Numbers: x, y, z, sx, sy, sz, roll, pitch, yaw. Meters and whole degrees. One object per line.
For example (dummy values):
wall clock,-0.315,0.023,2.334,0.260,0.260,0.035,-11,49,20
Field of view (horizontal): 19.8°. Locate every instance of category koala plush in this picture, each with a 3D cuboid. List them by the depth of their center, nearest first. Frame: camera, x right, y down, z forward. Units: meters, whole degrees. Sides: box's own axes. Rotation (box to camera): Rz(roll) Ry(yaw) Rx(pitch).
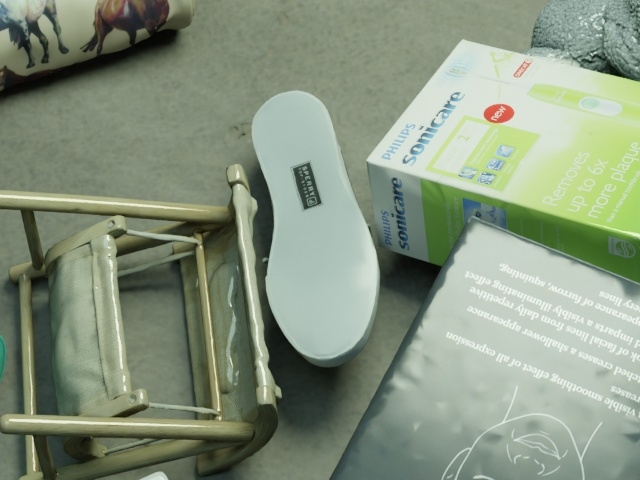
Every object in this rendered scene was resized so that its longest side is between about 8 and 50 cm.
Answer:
koala plush,0.309,-0.205,1.856,0.221,0.203,0.196,6,45,34

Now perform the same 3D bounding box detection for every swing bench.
swing bench,-0.174,0.086,1.740,0.254,0.165,0.253,-5,60,-4

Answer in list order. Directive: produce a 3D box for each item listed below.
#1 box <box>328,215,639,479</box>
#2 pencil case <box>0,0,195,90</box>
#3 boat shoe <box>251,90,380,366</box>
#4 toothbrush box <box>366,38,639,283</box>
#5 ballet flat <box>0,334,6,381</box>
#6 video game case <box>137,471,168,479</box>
box,0.180,0.231,1.601,0.293,0.212,0.395,23,65,16
pencil case,-0.333,-0.248,1.919,0.410,0.183,0.160,-19,62,-7
boat shoe,-0.004,0.001,1.801,0.113,0.105,0.306,-20,56,3
toothbrush box,0.218,-0.061,1.751,0.283,0.122,0.206,17,49,27
ballet flat,-0.413,0.222,1.724,0.124,0.116,0.342,6,65,28
video game case,-0.193,0.389,1.520,0.300,0.036,0.329,-22,64,-20
